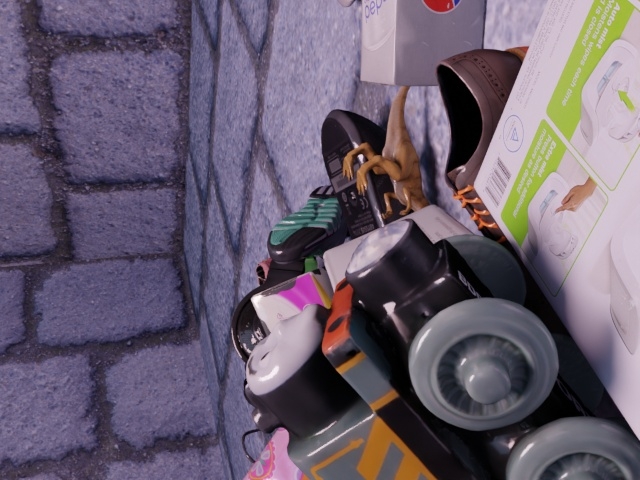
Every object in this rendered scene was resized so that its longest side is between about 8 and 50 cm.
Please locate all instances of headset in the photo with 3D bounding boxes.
[{"bbox_3d":[-0.029,0.176,1.012,0.243,0.185,0.394,88,-169,-48],"label":"headset"}]

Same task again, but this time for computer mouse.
[{"bbox_3d":[0.075,-0.037,0.866,0.188,0.072,0.272,-6,101,70],"label":"computer mouse"}]

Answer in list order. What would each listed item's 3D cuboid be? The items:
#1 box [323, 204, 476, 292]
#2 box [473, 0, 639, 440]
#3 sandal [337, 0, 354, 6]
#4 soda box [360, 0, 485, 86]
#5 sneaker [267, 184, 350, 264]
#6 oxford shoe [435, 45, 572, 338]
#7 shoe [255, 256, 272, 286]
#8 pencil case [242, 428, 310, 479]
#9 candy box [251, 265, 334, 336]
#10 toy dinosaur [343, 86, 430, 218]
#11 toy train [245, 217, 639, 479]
[{"bbox_3d":[0.097,0.086,0.580,0.182,0.119,0.181,-108,-7,-75],"label":"box"},{"bbox_3d":[0.208,-0.054,0.332,0.262,0.126,0.231,102,155,-42],"label":"box"},{"bbox_3d":[0.047,-0.382,0.825,0.102,0.076,0.265,59,169,10],"label":"sandal"},{"bbox_3d":[0.099,-0.295,0.659,0.091,0.098,0.286,-139,46,-66],"label":"soda box"},{"bbox_3d":[0.000,0.000,0.970,0.224,0.083,0.098,-47,-47,-55],"label":"sneaker"},{"bbox_3d":[0.150,-0.026,0.567,0.097,0.098,0.271,144,120,-69],"label":"oxford shoe"},{"bbox_3d":[-0.094,0.050,1.379,0.178,0.081,0.063,-139,47,-65],"label":"shoe"},{"bbox_3d":[-0.033,0.307,0.814,0.284,0.124,0.124,-59,29,13],"label":"pencil case"},{"bbox_3d":[0.024,0.104,0.741,0.159,0.071,0.233,66,-164,2],"label":"candy box"},{"bbox_3d":[0.085,-0.096,0.771,0.064,0.112,0.211,-178,76,-73],"label":"toy dinosaur"},{"bbox_3d":[0.104,0.146,0.436,0.334,0.190,0.142,48,-163,-13],"label":"toy train"}]
